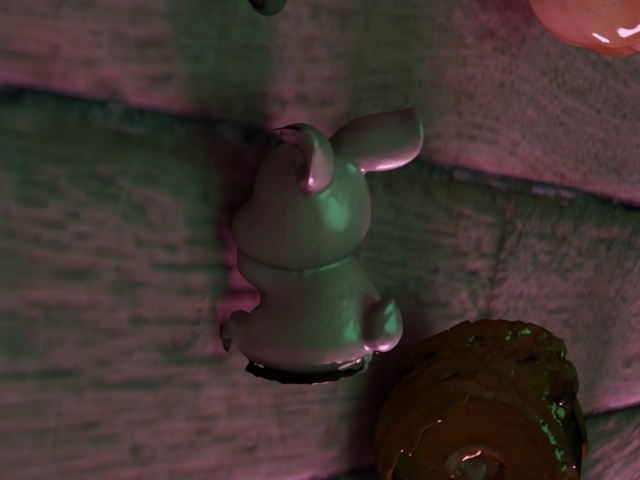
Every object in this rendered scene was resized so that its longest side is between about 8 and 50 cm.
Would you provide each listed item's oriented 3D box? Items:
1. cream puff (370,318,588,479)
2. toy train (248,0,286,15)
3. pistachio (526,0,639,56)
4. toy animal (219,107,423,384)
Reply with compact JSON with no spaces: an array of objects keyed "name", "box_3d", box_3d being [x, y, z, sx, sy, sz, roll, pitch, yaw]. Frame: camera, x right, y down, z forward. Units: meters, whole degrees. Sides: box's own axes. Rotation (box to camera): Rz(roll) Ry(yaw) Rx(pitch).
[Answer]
[{"name":"cream puff","box_3d":[0.093,0.101,0.788,0.104,0.119,0.133,-62,167,-67]},{"name":"toy train","box_3d":[-0.033,-0.200,0.506,0.048,0.055,0.251,-35,130,-50]},{"name":"pistachio","box_3d":[0.177,-0.212,0.782,0.157,0.157,0.229,-35,125,-50]},{"name":"toy animal","box_3d":[-0.004,-0.001,0.622,0.071,0.085,0.124,-19,113,-37]}]
